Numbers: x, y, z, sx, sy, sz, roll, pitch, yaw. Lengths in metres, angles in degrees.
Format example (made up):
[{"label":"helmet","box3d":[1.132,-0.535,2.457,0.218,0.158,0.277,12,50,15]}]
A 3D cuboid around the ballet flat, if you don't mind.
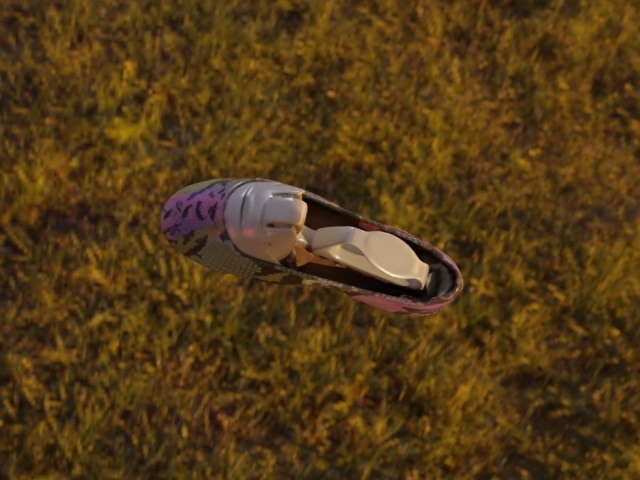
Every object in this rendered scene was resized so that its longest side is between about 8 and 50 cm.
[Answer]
[{"label":"ballet flat","box3d":[0.000,0.000,0.916,0.222,0.079,0.076,17,75,-11]}]
